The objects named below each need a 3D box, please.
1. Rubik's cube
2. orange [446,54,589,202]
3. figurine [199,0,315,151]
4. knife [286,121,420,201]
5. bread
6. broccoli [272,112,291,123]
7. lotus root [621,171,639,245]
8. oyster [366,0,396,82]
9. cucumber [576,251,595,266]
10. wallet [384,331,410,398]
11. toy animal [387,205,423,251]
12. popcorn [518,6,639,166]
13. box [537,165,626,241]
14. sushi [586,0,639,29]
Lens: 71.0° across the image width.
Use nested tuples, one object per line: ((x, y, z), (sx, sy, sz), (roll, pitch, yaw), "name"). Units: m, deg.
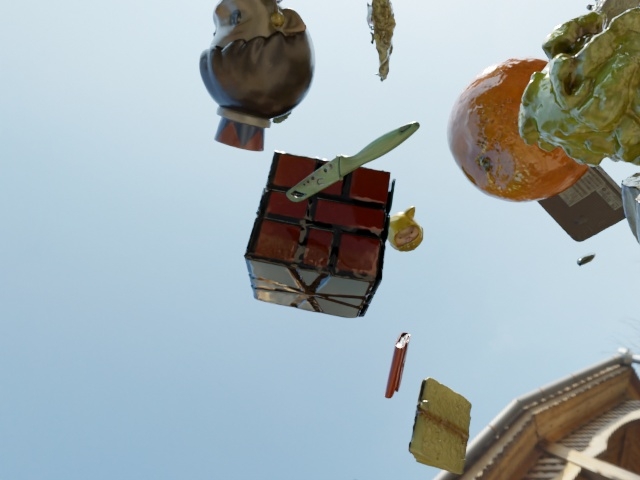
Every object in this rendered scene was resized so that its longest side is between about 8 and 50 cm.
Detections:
((0.000, 0.000, 1.051), (0.294, 0.288, 0.283), (12, -117, 4), "Rubik's cube")
((0.562, -0.298, 1.286), (0.326, 0.424, 0.423), (-44, -69, -25), "orange")
((-0.090, -0.249, 0.550), (0.158, 0.161, 0.275), (-15, -78, -30), "figurine")
((0.044, -0.133, 0.776), (0.020, 0.293, 0.043), (-25, -91, -53), "knife")
((0.371, 0.633, 1.568), (0.236, 0.198, 0.263), (37, -124, -28), "bread")
((-0.187, -0.464, 1.506), (0.118, 0.204, 0.122), (-57, -22, -56), "broccoli")
((0.689, -0.023, 0.802), (0.316, 0.316, 0.249), (-27, -63, -30), "lotus root")
((0.159, -0.512, 1.132), (0.072, 0.133, 0.208), (-8, -99, 9), "oyster")
((0.977, 0.065, 1.644), (0.184, 0.036, 0.033), (-9, -121, -44), "cucumber")
((0.275, 0.444, 1.599), (0.142, 0.045, 0.204), (-23, -56, -66), "wallet")
((0.321, -0.034, 1.721), (0.156, 0.156, 0.230), (-67, -27, -15), "toy animal")
((0.491, -0.252, 0.781), (0.235, 0.250, 0.241), (-33, -46, -7), "popcorn")
((0.813, -0.175, 1.466), (0.350, 0.211, 0.058), (48, -135, 5), "box")
((0.764, -0.617, 1.143), (0.273, 0.109, 0.134), (-33, -109, -36), "sushi")
